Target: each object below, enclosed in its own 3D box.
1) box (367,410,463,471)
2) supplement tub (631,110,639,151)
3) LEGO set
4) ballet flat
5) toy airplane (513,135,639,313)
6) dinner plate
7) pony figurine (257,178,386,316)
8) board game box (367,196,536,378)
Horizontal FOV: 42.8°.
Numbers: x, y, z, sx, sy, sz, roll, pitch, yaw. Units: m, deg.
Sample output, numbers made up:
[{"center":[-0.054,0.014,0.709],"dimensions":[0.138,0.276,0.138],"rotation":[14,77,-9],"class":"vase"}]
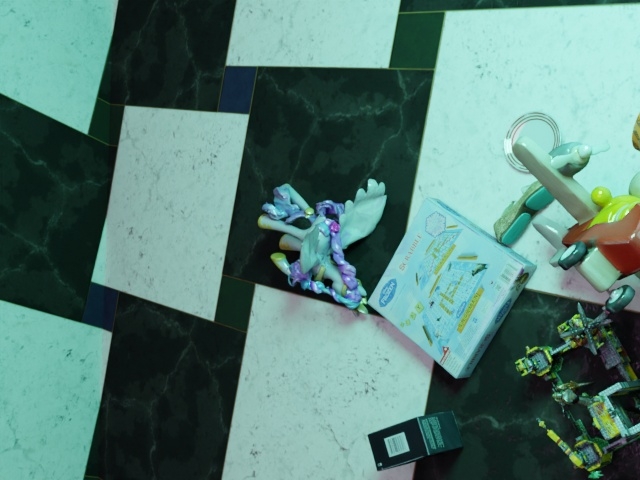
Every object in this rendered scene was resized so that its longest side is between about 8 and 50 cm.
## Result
[{"center":[0.224,0.472,1.924],"dimensions":[0.156,0.158,0.093],"rotation":[-29,68,34],"class":"box"},{"center":[0.762,-0.174,1.520],"dimensions":[0.316,0.194,0.193],"rotation":[36,108,36],"class":"supplement tub"},{"center":[0.535,0.308,1.656],"dimensions":[0.255,0.192,0.331],"rotation":[-30,66,34],"class":"LEGO set"},{"center":[0.463,-0.083,1.849],"dimensions":[0.206,0.073,0.067],"rotation":[-49,42,21],"class":"ballet flat"},{"center":[0.574,-0.028,1.588],"dimensions":[0.272,0.386,0.384],"rotation":[-47,45,8],"class":"toy airplane"},{"center":[0.488,-0.227,1.874],"dimensions":[0.141,0.017,0.141],"rotation":[-5,83,40],"class":"dinner plate"},{"center":[0.000,0.000,2.132],"dimensions":[0.363,0.303,0.350],"rotation":[35,139,34],"class":"pony figurine"},{"center":[0.305,0.108,1.958],"dimensions":[0.318,0.066,0.318],"rotation":[40,111,36],"class":"board game box"}]
